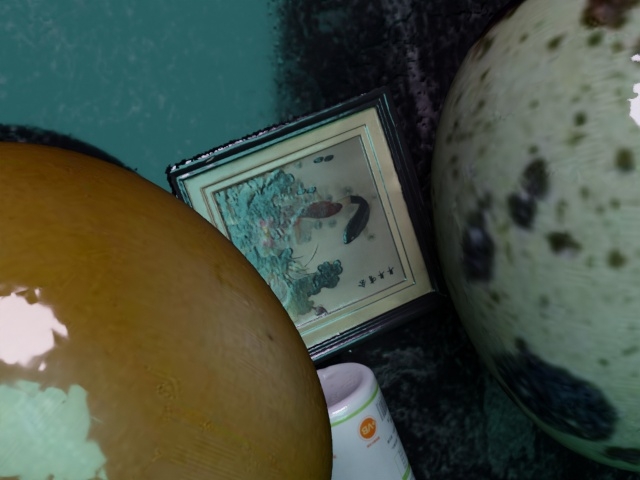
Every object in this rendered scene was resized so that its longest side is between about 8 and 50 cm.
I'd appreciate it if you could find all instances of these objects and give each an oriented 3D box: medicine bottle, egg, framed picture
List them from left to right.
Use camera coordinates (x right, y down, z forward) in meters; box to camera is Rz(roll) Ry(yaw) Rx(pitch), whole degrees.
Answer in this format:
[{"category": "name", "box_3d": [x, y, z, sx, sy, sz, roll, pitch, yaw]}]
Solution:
[{"category": "egg", "box_3d": [-0.152, 0.099, 0.515, 0.351, 0.282, 0.283, 34, 87, -23]}, {"category": "framed picture", "box_3d": [0.000, 0.000, 0.697, 0.195, 0.010, 0.199, -23, 106, -14]}, {"category": "medicine bottle", "box_3d": [0.033, 0.197, 0.703, 0.086, 0.086, 0.183, -25, 106, -14]}, {"category": "egg", "box_3d": [0.224, -0.013, 0.626, 0.287, 0.287, 0.379, -7, 100, -18]}]
